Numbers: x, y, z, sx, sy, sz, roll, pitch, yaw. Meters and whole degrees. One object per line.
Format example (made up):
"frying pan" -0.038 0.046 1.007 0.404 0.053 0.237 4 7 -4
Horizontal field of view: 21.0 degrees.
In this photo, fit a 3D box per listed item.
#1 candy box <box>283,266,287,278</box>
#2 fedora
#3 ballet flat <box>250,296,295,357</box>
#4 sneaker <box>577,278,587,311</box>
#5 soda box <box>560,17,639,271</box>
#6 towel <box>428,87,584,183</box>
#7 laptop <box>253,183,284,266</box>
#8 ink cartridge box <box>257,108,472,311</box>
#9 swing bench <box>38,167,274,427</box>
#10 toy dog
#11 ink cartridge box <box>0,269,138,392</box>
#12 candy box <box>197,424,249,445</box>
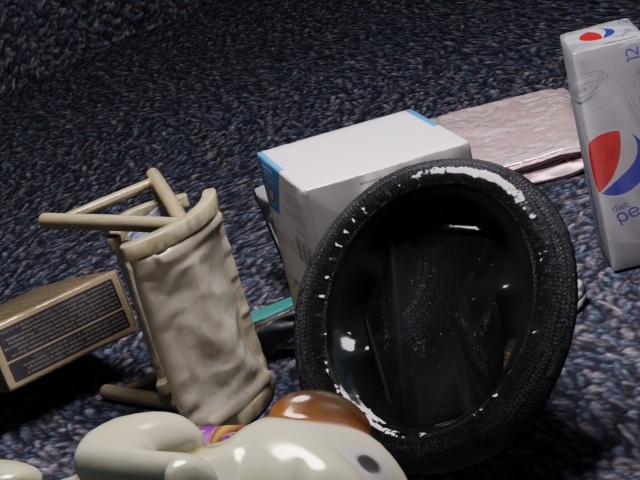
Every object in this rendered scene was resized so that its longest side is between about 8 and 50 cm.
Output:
"candy box" 0.000 0.000 2.420 0.105 0.027 0.206 -15 19 4
"fedora" 0.133 0.090 1.770 0.334 0.152 0.334 -10 64 20
"ballet flat" 0.004 0.082 2.100 0.203 0.074 0.074 -28 19 4
"sneaker" 0.253 0.067 2.015 0.135 0.058 0.052 -22 21 -23
"soda box" 0.364 -0.115 2.093 0.091 0.286 0.098 -13 21 2
"towel" 0.245 -0.144 2.613 0.317 0.053 0.332 -12 20 5
"laptop" 0.072 -0.010 2.230 0.234 0.264 0.136 -19 -17 -14
"ink cartridge box" 0.071 0.020 1.951 0.197 0.270 0.198 -17 20 -12
"swing bench" -0.172 0.073 1.997 0.165 0.253 0.254 -25 22 -26
"toy dog" -0.113 0.284 1.436 0.407 0.285 0.395 -16 -17 0
"ink cartridge box" -0.368 0.120 2.178 0.193 0.088 0.234 -25 7 -31
"candy box" -0.132 0.241 1.811 0.186 0.053 0.109 -6 21 24
